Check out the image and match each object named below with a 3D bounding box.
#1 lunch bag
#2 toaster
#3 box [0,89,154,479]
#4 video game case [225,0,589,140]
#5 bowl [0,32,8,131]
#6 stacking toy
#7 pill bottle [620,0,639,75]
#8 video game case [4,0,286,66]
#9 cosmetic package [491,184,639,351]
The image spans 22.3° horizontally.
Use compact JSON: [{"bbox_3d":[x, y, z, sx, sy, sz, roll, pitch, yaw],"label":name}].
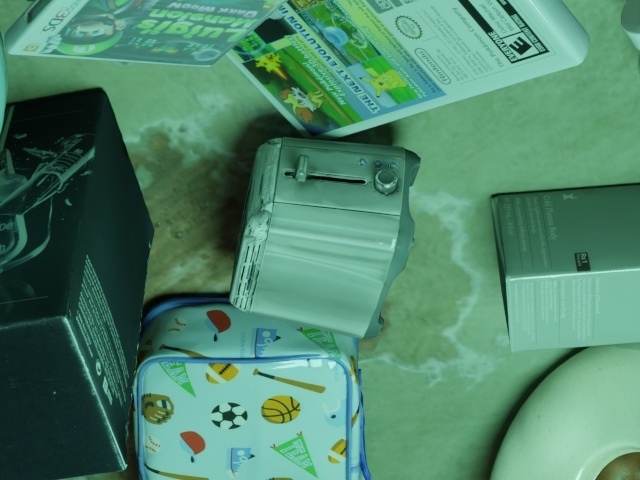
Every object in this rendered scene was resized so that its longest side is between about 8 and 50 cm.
[{"bbox_3d":[-0.066,0.196,1.655,0.243,0.115,0.303,-2,128,-2],"label":"lunch bag"},{"bbox_3d":[0.000,0.000,1.478,0.146,0.129,0.227,10,147,-4],"label":"toaster"},{"bbox_3d":[-0.339,0.051,1.407,0.343,0.312,0.179,-9,128,7],"label":"box"},{"bbox_3d":[0.004,-0.222,1.293,0.300,0.036,0.329,-14,132,42],"label":"video game case"},{"bbox_3d":[-0.369,-0.138,1.303,0.312,0.163,0.311,19,121,36],"label":"bowl"},{"bbox_3d":[0.436,0.318,1.675,0.480,0.350,0.350,24,127,-37],"label":"stacking toy"},{"bbox_3d":[0.339,-0.139,1.387,0.108,0.108,0.193,-31,123,22],"label":"pill bottle"},{"bbox_3d":[-0.127,-0.184,1.276,0.190,0.022,0.173,-1,161,-35],"label":"video game case"},{"bbox_3d":[0.285,0.021,1.506,0.238,0.127,0.107,-8,129,4],"label":"cosmetic package"}]
